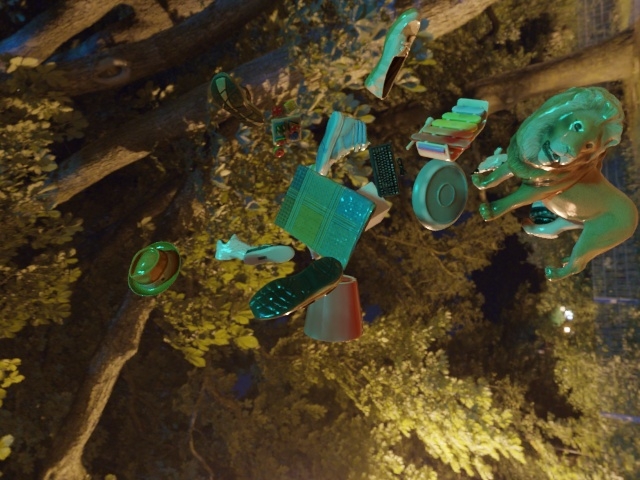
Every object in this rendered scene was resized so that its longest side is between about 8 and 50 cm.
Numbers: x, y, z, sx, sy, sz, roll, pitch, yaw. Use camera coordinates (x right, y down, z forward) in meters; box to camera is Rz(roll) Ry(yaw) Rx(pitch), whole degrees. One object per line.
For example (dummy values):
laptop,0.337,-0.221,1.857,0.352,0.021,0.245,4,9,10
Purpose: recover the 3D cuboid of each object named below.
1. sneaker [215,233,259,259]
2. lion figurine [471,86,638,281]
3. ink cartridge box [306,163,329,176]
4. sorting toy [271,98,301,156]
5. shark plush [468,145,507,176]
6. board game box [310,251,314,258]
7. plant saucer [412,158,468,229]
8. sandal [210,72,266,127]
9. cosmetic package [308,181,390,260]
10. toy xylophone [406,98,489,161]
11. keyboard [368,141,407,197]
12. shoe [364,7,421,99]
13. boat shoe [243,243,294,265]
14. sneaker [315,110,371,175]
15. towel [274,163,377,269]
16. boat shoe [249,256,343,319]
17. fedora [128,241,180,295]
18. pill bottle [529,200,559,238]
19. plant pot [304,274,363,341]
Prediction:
sneaker,-0.360,0.028,1.801,0.090,0.232,0.115,-102,10,-82
lion figurine,0.428,-0.077,0.678,0.392,0.240,0.142,29,-130,-29
ink cartridge box,-0.054,-0.324,2.207,0.092,0.219,0.160,26,-91,-17
sorting toy,-0.145,-0.488,1.784,0.275,0.132,0.046,93,158,-51
shark plush,0.588,-0.248,1.380,0.067,0.161,0.073,20,-129,-34
board game box,0.000,0.000,2.441,0.047,0.160,0.210,104,151,-54
plant saucer,0.530,-0.197,1.731,0.317,0.043,0.318,-7,-76,-29
sandal,-0.311,-0.535,1.528,0.303,0.120,0.086,37,-129,-65
cosmetic package,0.103,-0.083,1.777,0.155,0.365,0.197,57,168,12
toy xylophone,0.434,-0.381,1.397,0.323,0.236,0.081,-52,-39,-32
keyboard,0.227,-0.231,1.320,0.023,0.108,0.180,-92,-14,-60
shoe,0.178,-0.431,0.947,0.076,0.219,0.058,-19,-111,-31
boat shoe,-0.210,0.047,1.649,0.070,0.219,0.078,-82,-19,-51
sneaker,0.107,-0.404,1.798,0.208,0.319,0.127,7,-135,-18
towel,0.008,-0.096,1.513,0.040,0.370,0.272,5,-66,-59
boat shoe,-0.067,0.173,1.309,0.120,0.323,0.123,70,175,-62
fedora,-0.553,0.083,1.300,0.079,0.194,0.194,61,-143,-65
pill bottle,0.816,-0.125,1.423,0.122,0.122,0.219,28,-102,-54
plant pot,0.062,0.286,1.774,0.275,0.274,0.243,-8,-78,-58
